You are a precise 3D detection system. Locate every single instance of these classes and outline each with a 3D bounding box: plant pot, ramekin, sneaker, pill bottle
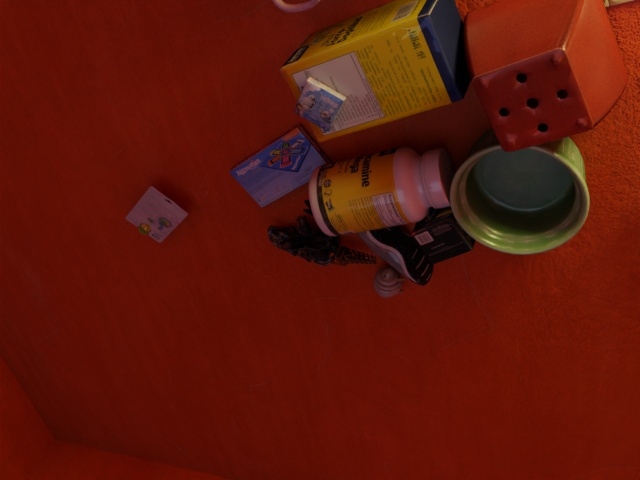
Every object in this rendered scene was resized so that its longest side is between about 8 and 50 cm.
[{"bbox_3d":[0.433,-0.330,1.369,0.267,0.236,0.267,-13,122,34],"label":"plant pot"},{"bbox_3d":[0.462,-0.128,1.595,0.303,0.148,0.303,13,132,14],"label":"ramekin"},{"bbox_3d":[0.206,0.022,1.894,0.271,0.100,0.108,43,157,-18],"label":"sneaker"},{"bbox_3d":[0.155,-0.125,1.708,0.334,0.188,0.188,-10,123,26],"label":"pill bottle"}]

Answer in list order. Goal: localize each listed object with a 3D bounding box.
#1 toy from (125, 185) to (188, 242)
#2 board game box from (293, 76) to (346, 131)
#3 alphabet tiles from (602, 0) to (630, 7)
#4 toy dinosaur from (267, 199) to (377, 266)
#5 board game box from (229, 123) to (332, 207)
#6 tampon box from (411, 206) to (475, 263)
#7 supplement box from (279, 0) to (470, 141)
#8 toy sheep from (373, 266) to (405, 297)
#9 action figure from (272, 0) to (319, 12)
[{"bbox_3d":[-0.500,-0.088,2.139,0.137,0.056,0.237,38,138,-14],"label":"toy"},{"bbox_3d":[-0.003,-0.292,1.487,0.090,0.020,0.090,29,133,0],"label":"board game box"},{"bbox_3d":[0.563,-0.577,1.261,0.342,0.011,0.285,-7,124,29],"label":"alphabet tiles"},{"bbox_3d":[0.000,0.000,1.948,0.322,0.164,0.218,-3,152,9],"label":"toy dinosaur"},{"bbox_3d":[-0.110,-0.197,1.885,0.281,0.027,0.145,-25,116,38],"label":"board game box"},{"bbox_3d":[0.317,-0.042,1.727,0.120,0.161,0.101,-25,114,36],"label":"tampon box"},{"bbox_3d":[0.129,-0.382,1.501,0.356,0.195,0.194,-11,122,31],"label":"supplement box"},{"bbox_3d":[0.195,0.121,1.979,0.091,0.091,0.132,14,138,14],"label":"toy sheep"},{"bbox_3d":[-0.131,-0.653,1.354,0.248,0.276,0.370,-9,137,38],"label":"action figure"}]
